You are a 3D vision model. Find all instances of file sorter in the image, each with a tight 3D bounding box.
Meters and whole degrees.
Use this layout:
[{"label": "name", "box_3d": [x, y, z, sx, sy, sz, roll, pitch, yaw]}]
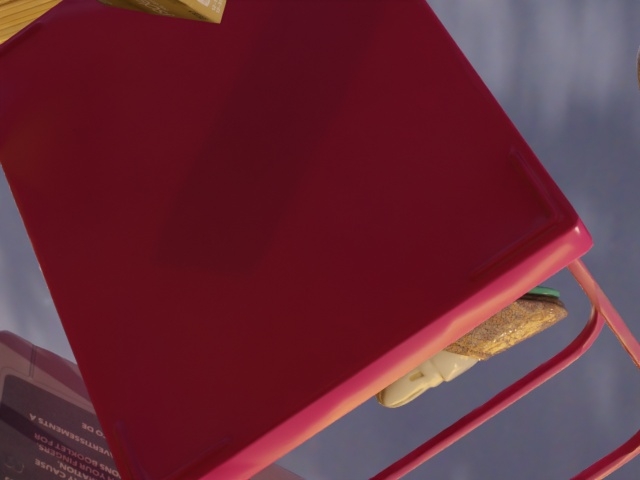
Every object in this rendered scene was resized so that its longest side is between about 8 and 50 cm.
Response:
[{"label": "file sorter", "box_3d": [0.000, 0.000, 0.821, 0.182, 0.202, 0.290, 49, 9, -48]}]

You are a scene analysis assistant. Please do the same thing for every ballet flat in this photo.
[{"label": "ballet flat", "box_3d": [0.025, 0.069, 1.343, 0.316, 0.106, 0.107, 7, -5, 3]}]

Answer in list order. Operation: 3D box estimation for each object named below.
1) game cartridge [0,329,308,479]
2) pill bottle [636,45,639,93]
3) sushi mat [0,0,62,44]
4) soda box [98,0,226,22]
[{"label": "game cartridge", "box_3d": [-0.072, 0.153, 0.807, 0.294, 0.060, 0.196, 29, 20, -19]}, {"label": "pill bottle", "box_3d": [0.402, -0.147, 1.482, 0.246, 0.136, 0.136, -19, -73, 29]}, {"label": "sushi mat", "box_3d": [-0.300, -0.144, 1.242, 0.151, 0.317, 0.019, 76, -7, -52]}, {"label": "soda box", "box_3d": [-0.051, -0.178, 0.659, 0.058, 0.181, 0.061, 13, -5, 29]}]
